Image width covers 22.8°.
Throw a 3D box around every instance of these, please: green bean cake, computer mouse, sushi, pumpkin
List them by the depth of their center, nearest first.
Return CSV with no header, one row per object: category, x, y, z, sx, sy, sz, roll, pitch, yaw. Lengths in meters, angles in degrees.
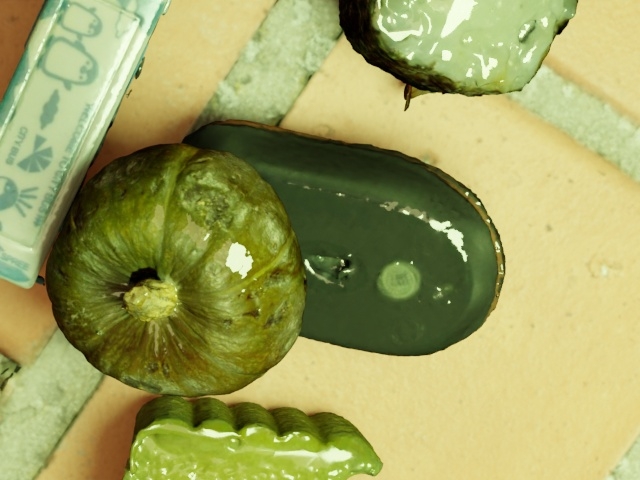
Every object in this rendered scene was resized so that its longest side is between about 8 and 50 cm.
pumpkin,-0.115,0.029,1.276,0.219,0.162,0.219,6,112,14
sushi,0.133,-0.265,1.323,0.196,0.182,0.343,18,99,-13
computer mouse,0.001,-0.002,1.385,0.323,0.116,0.183,14,111,6
green bean cake,-0.071,0.263,1.426,0.233,0.124,0.236,9,99,-6

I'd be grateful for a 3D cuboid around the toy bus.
toy bus,-0.223,-0.108,1.337,0.106,0.131,0.297,25,97,-10
